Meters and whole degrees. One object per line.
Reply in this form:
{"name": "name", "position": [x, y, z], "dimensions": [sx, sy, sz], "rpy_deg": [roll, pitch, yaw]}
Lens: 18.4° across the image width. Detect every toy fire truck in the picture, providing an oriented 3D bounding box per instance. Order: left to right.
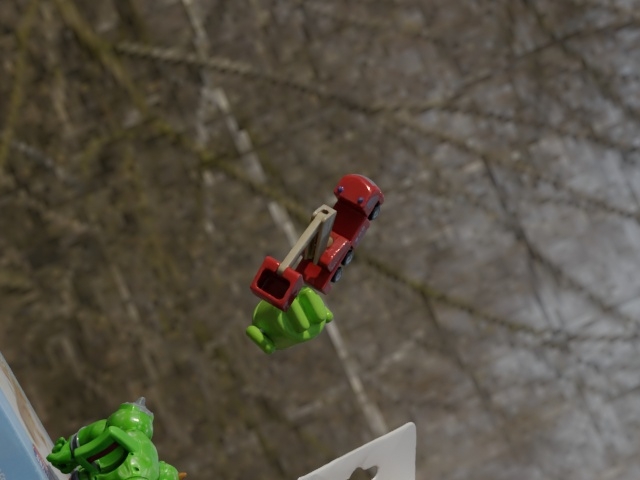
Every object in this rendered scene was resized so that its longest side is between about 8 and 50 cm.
{"name": "toy fire truck", "position": [0.000, 0.000, 2.246], "dimensions": [0.047, 0.192, 0.135], "rpy_deg": [29, -9, 18]}

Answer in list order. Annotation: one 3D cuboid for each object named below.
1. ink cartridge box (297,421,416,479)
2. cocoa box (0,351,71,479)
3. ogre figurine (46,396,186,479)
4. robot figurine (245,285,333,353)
{"name": "ink cartridge box", "position": [0.081, 0.383, 1.981], "dimensions": [0.119, 0.207, 0.354], "rpy_deg": [13, -67, 39]}
{"name": "cocoa box", "position": [-0.370, 0.219, 1.841], "dimensions": [0.347, 0.228, 0.231], "rpy_deg": [62, -4, -11]}
{"name": "ogre figurine", "position": [-0.184, 0.216, 1.695], "dimensions": [0.097, 0.118, 0.197], "rpy_deg": [41, 22, -12]}
{"name": "robot figurine", "position": [-0.037, 0.090, 2.281], "dimensions": [0.067, 0.101, 0.115], "rpy_deg": [61, -29, -2]}
